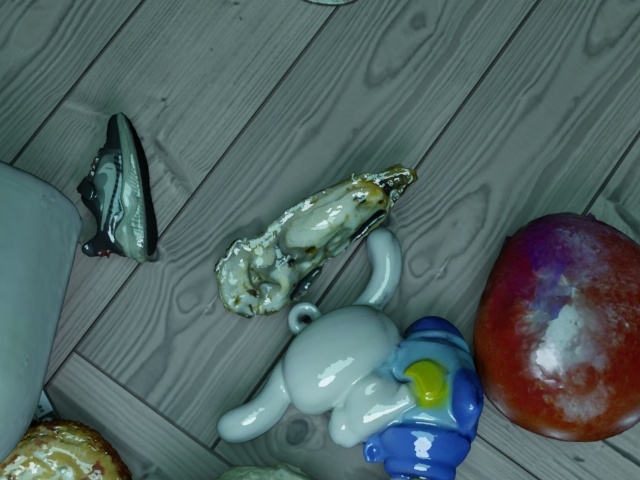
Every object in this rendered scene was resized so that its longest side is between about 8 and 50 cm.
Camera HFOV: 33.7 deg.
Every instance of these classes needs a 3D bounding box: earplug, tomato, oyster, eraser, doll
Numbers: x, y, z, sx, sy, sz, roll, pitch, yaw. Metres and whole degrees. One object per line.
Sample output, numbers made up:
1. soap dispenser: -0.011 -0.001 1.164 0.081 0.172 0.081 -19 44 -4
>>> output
1. earplug: -0.495 0.115 1.346 0.313 0.312 0.394 6 61 -2
2. tomato: 0.356 0.112 1.475 0.290 0.176 0.334 15 83 17
3. oyster: -0.002 -0.002 1.556 0.345 0.078 0.128 -35 62 0
4. eraser: -0.419 0.233 1.527 0.052 0.029 0.122 -28 83 -7
5. doll: 0.095 0.216 1.494 0.366 0.187 0.376 37 92 15

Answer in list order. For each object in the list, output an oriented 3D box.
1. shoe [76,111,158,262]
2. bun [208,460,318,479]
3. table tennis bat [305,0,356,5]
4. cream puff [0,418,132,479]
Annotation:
1. shoe: -0.308 -0.073 1.556 0.112 0.099 0.227 -12 82 3
2. bun: -0.088 0.440 1.391 0.360 0.211 0.359 2 121 3
3. table tennis bat: -0.030 -0.440 1.667 0.235 0.022 0.131 8 81 -3
4. cream puff: -0.365 0.365 1.442 0.240 0.164 0.240 2 69 -6
